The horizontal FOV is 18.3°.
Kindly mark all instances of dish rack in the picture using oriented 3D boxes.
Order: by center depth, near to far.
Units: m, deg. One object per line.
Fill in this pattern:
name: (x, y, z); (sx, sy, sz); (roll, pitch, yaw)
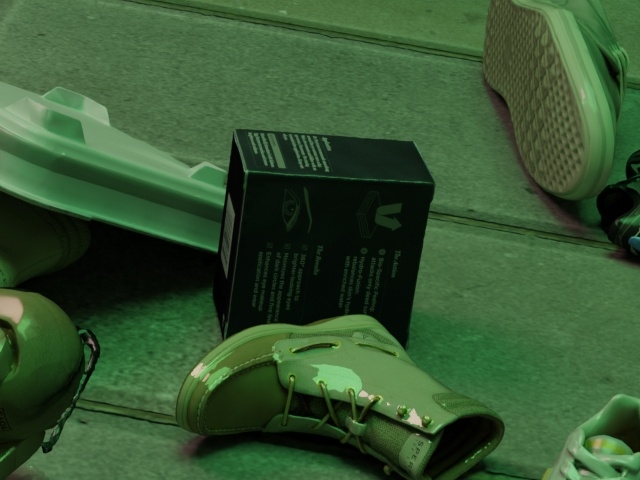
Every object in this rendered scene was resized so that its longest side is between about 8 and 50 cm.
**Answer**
dish rack: (-0.228, -0.086, 1.683); (0.285, 0.072, 0.333); (27, 5, 34)

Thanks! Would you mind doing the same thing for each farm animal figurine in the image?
farm animal figurine: (-0.284, 0.044, 1.233); (0.326, 0.330, 0.172); (21, 49, 11)

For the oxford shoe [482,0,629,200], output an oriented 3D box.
oxford shoe: (0.263, -0.167, 2.056); (0.130, 0.169, 0.449); (7, 21, -7)

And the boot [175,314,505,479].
boot: (0.016, 0.129, 1.472); (0.213, 0.077, 0.165); (-11, 34, -41)

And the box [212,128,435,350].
box: (0.000, 0.000, 1.633); (0.158, 0.156, 0.093); (4, 26, -11)

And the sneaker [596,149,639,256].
sneaker: (0.307, -0.044, 1.921); (0.078, 0.067, 0.188); (16, 29, 1)

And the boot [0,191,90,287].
boot: (-0.339, -0.005, 1.607); (0.262, 0.095, 0.203); (11, 21, 20)

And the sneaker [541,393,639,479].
sneaker: (0.180, 0.187, 1.386); (0.087, 0.092, 0.228); (19, 29, 16)
